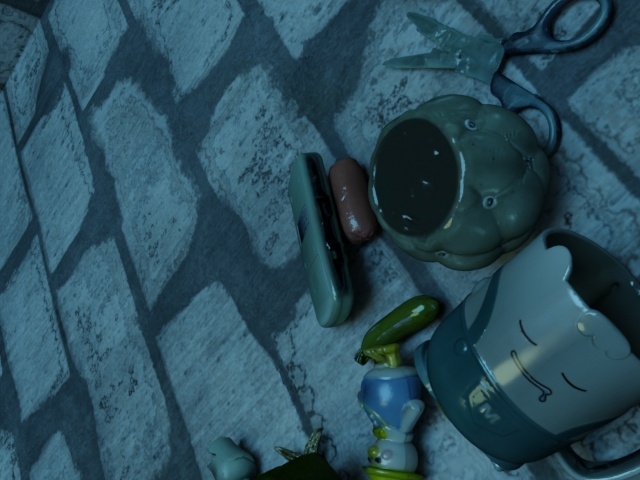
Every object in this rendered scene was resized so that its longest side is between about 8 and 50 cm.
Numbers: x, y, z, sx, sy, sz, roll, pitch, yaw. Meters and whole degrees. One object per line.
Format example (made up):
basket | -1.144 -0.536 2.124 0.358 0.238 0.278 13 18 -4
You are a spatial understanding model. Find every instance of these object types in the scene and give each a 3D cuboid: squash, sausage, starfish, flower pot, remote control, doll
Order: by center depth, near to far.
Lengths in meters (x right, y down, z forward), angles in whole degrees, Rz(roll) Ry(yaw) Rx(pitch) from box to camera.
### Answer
flower pot | 0.192 -0.080 1.051 0.246 0.195 0.246 -1 88 49
doll | 0.107 0.277 1.141 0.135 0.099 0.241 -6 74 32
squash | 0.117 0.139 1.198 0.183 0.052 0.052 -42 54 35
starfish | -0.029 0.396 1.287 0.133 0.041 0.130 -36 51 22
sausage | 0.055 -0.067 1.298 0.062 0.062 0.154 -34 58 36
remote control | 0.000 0.000 1.312 0.140 0.056 0.296 110 150 -61

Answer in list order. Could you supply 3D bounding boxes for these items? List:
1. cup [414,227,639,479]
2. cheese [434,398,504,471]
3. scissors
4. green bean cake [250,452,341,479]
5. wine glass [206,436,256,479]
cup | 0.290 0.157 0.915 0.289 0.219 0.257 47 120 6
cheese | 0.219 0.250 1.074 0.086 0.036 0.162 -50 49 27
scissors | 0.242 -0.279 1.179 0.383 0.029 0.256 27 102 45
green bean cake | -0.082 0.524 1.139 0.335 0.218 0.319 -39 74 26
wine glass | -0.134 0.435 1.365 0.195 0.079 0.079 33 104 44
